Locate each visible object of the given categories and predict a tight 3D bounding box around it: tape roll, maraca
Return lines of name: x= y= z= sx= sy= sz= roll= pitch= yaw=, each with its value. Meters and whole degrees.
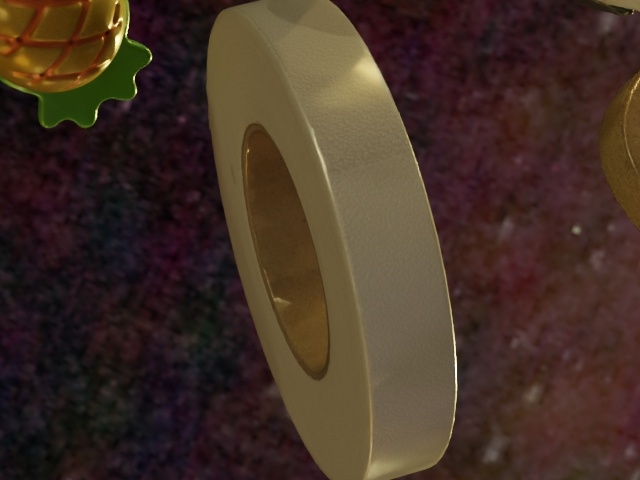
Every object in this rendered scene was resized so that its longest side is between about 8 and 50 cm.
tape roll: x=0.000 y=0.000 z=1.309 sx=0.072 sy=0.392 sz=0.392 roll=-15 pitch=126 yaw=-13
maraca: x=-0.204 y=-0.163 z=1.307 sx=0.127 sy=0.099 sz=0.185 roll=-32 pitch=136 yaw=-3

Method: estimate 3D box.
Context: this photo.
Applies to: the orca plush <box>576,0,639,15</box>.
orca plush: x=0.272 y=-0.231 z=1.270 sx=0.151 sy=0.287 sz=0.102 roll=32 pitch=76 yaw=-62

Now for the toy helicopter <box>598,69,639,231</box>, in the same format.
toy helicopter: x=0.326 y=0.021 z=1.086 sx=0.140 sy=0.355 sz=0.235 roll=-44 pitch=-170 yaw=51
